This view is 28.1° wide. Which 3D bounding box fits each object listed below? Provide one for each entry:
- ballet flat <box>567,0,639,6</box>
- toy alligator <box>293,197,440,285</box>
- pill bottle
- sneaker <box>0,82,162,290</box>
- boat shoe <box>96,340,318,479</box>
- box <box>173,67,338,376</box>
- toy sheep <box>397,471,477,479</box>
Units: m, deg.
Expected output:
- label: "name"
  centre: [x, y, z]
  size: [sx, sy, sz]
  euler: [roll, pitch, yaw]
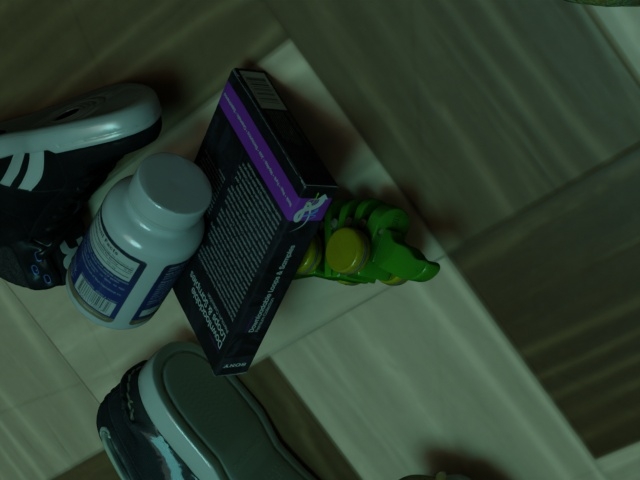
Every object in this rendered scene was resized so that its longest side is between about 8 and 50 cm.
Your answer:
- label: "ballet flat"
  centre: [0.232, -0.178, 0.569]
  size: [0.349, 0.123, 0.123]
  euler: [-10, 109, 30]
- label: "toy alligator"
  centre: [0.000, 0.000, 0.817]
  size: [0.190, 0.056, 0.051]
  euler: [-1, 79, 44]
- label: "pill bottle"
  centre: [-0.114, -0.001, 0.817]
  size: [0.067, 0.067, 0.120]
  euler: [40, 133, 3]
- label: "sneaker"
  centre: [-0.170, -0.030, 0.873]
  size: [0.217, 0.079, 0.121]
  euler: [-8, 114, 38]
- label: "boat shoe"
  centre: [-0.045, 0.213, 0.913]
  size: [0.091, 0.114, 0.302]
  euler: [-38, 82, 34]
- label: "box"
  centre: [-0.052, -0.010, 0.810]
  size: [0.116, 0.029, 0.162]
  euler: [59, 135, 38]
- label: "toy sheep"
  centre: [0.096, 0.204, 0.850]
  size: [0.132, 0.091, 0.091]
  euler: [44, 127, -16]
